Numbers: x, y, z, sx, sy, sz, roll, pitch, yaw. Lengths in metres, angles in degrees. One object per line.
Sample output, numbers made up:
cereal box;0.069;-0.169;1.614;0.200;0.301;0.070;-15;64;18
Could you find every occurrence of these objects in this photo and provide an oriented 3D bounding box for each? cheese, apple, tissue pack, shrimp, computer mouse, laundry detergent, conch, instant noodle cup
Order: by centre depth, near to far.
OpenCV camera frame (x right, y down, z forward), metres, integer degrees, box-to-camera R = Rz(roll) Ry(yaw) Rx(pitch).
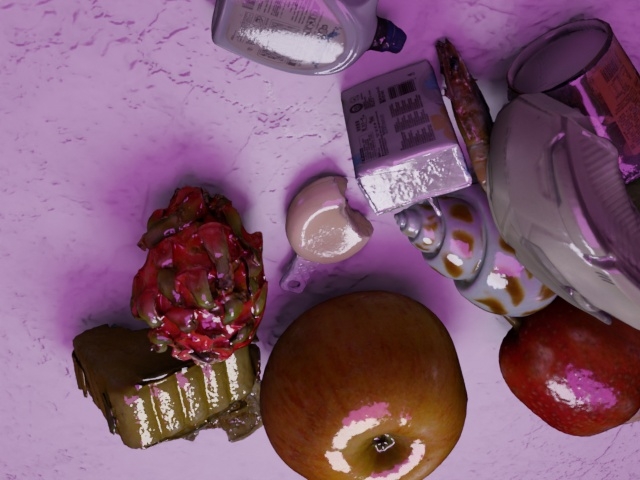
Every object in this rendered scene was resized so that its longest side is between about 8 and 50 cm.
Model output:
laundry detergent;-0.002;-0.339;1.205;0.280;0.105;0.215;11;126;-15
computer mouse;0.367;-0.019;1.266;0.145;0.228;0.429;-40;112;-19
tissue pack;0.135;-0.145;1.311;0.159;0.229;0.145;-19;131;10
instant noodle cup;0.415;-0.214;1.319;0.217;0.217;0.207;-30;122;17
shrimp;0.274;-0.201;1.374;0.058;0.169;0.296;-12;107;39
conch;0.298;0.018;1.492;0.368;0.197;0.249;30;131;-2
cheese;-0.019;-0.005;1.516;0.249;0.071;0.163;-39;125;24
apple;0.094;0.297;1.599;0.400;0.333;0.400;-18;130;-22

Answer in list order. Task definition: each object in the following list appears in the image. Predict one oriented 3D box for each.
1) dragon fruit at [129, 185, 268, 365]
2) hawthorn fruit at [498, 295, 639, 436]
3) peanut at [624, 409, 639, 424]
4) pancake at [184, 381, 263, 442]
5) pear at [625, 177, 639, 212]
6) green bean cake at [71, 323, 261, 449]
dragon fruit;-0.202;0.060;1.427;0.231;0.237;0.302;7;97;4
hawthorn fruit;0.486;0.222;1.681;0.369;0.285;0.284;29;123;-4
peanut;0.741;0.373;1.946;0.214;0.090;0.098;-9;121;-5
pancake;-0.227;0.363;1.823;0.254;0.037;0.253;-4;132;-5
pear;0.586;-0.051;1.393;0.342;0.318;0.238;-39;121;-30
green bean cake;-0.291;0.256;1.604;0.310;0.285;0.202;-18;116;-26
